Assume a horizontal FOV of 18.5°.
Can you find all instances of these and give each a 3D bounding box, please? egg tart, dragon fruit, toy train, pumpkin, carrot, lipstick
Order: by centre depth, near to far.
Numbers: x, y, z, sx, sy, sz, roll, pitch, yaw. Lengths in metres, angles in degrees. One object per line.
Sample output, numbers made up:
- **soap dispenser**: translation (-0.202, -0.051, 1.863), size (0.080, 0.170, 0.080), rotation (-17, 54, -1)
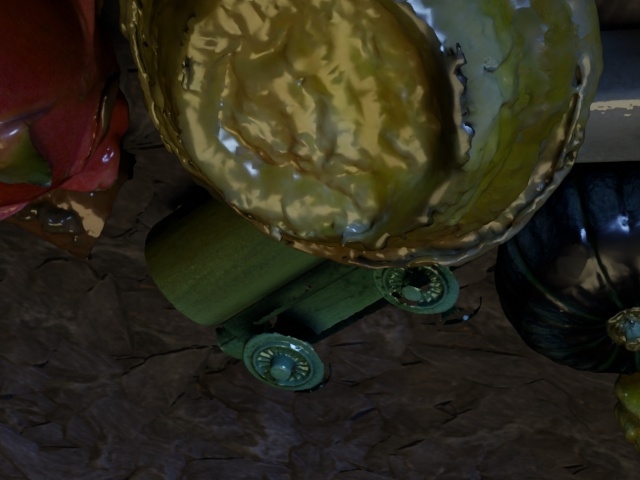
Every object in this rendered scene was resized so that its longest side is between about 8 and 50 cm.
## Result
- **egg tart**: translation (0.012, -0.113, 1.277), size (0.345, 0.132, 0.345), rotation (9, 122, 15)
- **dragon fruit**: translation (-0.236, -0.120, 1.336), size (0.224, 0.224, 0.227), rotation (0, 152, 13)
- **lipstick**: translation (0.280, -0.103, 1.342), size (0.253, 0.079, 0.077), rotation (-3, 139, 14)
- **pumpkin**: translation (0.227, 0.021, 1.456), size (0.202, 0.140, 0.202), rotation (0, 138, 0)
- **carrot**: translation (-0.273, -0.080, 1.503), size (0.263, 0.102, 0.102), rotation (27, 140, -11)
- **toy train**: translation (-0.003, 0.005, 1.505), size (0.189, 0.126, 0.307), rotation (33, 137, -26)

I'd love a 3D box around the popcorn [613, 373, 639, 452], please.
- **popcorn**: translation (0.326, 0.132, 1.579), size (0.173, 0.142, 0.173), rotation (9, 144, 6)
